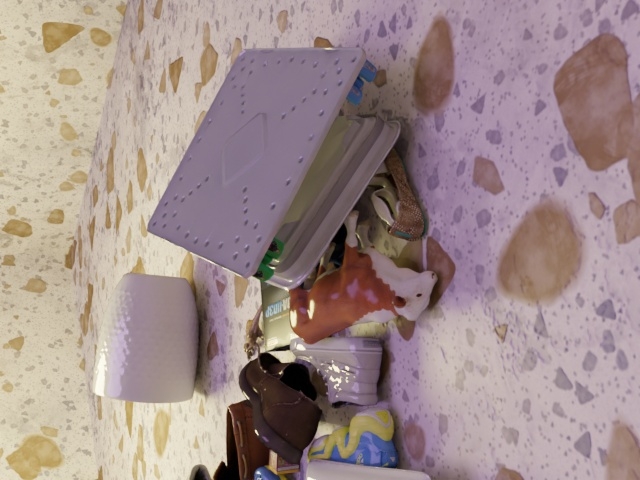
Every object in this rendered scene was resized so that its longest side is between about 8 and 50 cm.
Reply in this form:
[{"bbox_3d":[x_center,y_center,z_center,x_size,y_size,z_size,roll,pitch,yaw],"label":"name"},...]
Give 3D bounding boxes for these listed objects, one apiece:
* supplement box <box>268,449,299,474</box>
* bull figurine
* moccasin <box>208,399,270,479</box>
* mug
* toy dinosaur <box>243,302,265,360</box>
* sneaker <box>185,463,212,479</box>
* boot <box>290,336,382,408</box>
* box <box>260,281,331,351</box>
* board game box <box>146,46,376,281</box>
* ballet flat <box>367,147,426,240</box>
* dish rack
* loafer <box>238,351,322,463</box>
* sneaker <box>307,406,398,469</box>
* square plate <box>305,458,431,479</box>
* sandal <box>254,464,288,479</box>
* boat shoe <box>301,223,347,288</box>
[{"bbox_3d":[-0.074,0.433,1.616,0.043,0.055,0.083,9,96,63],"label":"supplement box"},{"bbox_3d":[0.049,0.069,1.281,0.310,0.101,0.189,-27,65,42],"label":"bull figurine"},{"bbox_3d":[-0.182,0.530,1.723,0.139,0.146,0.380,42,126,56],"label":"moccasin"},{"bbox_3d":[-0.466,0.261,2.205,0.374,0.276,0.328,41,-125,-86],"label":"mug"},{"bbox_3d":[-0.151,0.210,1.779,0.093,0.053,0.183,62,141,46],"label":"toy dinosaur"},{"bbox_3d":[-0.283,0.695,1.941,0.330,0.122,0.146,50,134,51],"label":"sneaker"},{"bbox_3d":[0.019,0.236,1.397,0.258,0.095,0.124,-15,70,62],"label":"boot"},{"bbox_3d":[-0.056,0.127,1.596,0.220,0.051,0.175,-27,65,59],"label":"box"},{"bbox_3d":[-0.113,-0.144,1.322,0.390,0.050,0.390,19,80,53],"label":"board game box"},{"bbox_3d":[0.108,-0.086,1.268,0.073,0.067,0.206,-63,36,40],"label":"ballet flat"},{"bbox_3d":[-0.024,-0.084,1.335,0.333,0.072,0.285,-56,21,-9],"label":"dish rack"},{"bbox_3d":[-0.060,0.297,1.511,0.130,0.134,0.366,-48,19,1],"label":"loafer"},{"bbox_3d":[0.054,0.381,1.332,0.240,0.091,0.126,-54,44,47],"label":"sneaker"},{"bbox_3d":[0.092,0.521,1.210,0.344,0.049,0.347,-19,84,58],"label":"square plate"},{"bbox_3d":[-0.123,0.628,1.619,0.126,0.138,0.318,167,104,-64],"label":"sandal"},{"bbox_3d":[0.000,0.000,1.433,0.089,0.109,0.258,-151,63,-63],"label":"boat shoe"}]
